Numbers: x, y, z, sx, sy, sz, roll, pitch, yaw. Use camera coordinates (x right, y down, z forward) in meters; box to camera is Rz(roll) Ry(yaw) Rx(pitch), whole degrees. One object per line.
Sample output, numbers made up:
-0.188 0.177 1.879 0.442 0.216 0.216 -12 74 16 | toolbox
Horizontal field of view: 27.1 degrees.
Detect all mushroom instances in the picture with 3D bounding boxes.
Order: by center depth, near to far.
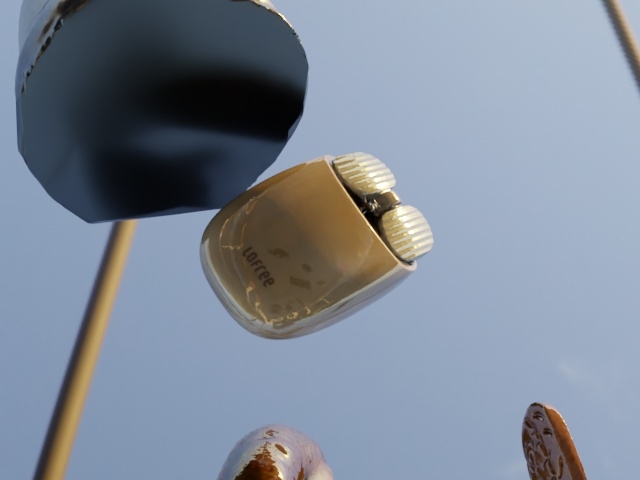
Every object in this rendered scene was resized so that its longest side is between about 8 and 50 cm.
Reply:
-0.020 0.302 1.274 0.255 0.267 0.267 0 -126 -22 | mushroom

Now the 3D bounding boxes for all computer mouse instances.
0.000 0.000 1.198 0.236 0.082 0.145 -24 -105 -39 | computer mouse

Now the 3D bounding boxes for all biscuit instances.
0.143 0.147 0.822 0.015 0.078 0.091 -8 -130 -12 | biscuit

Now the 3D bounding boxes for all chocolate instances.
-0.165 -0.176 1.271 0.284 0.283 0.186 -9 -142 -16 | chocolate
